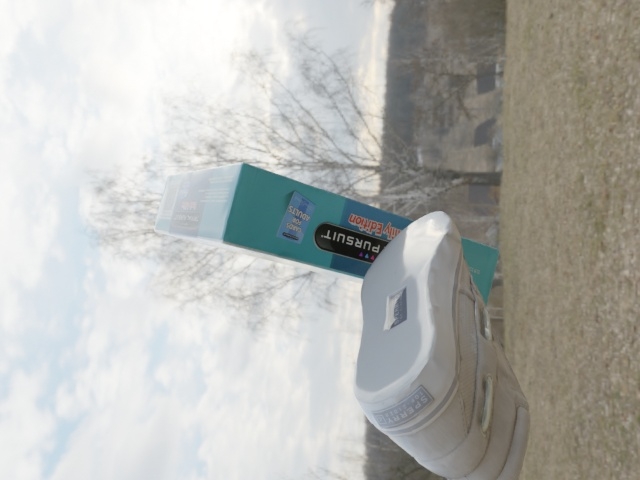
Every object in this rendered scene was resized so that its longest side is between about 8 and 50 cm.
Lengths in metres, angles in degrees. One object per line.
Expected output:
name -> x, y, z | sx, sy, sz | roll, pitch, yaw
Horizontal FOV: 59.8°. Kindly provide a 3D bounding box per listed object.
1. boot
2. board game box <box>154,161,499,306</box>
boot -> 0.100, 0.081, 0.450 | 0.123, 0.095, 0.258 | 49, -150, -15
board game box -> 0.000, 0.000, 0.676 | 0.254, 0.336, 0.079 | 7, 82, 60
